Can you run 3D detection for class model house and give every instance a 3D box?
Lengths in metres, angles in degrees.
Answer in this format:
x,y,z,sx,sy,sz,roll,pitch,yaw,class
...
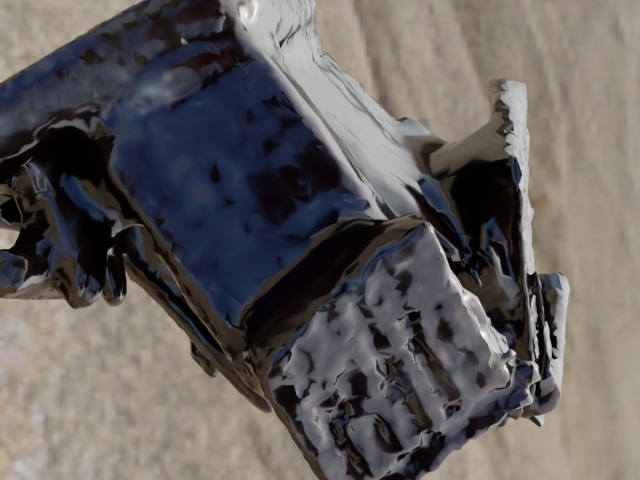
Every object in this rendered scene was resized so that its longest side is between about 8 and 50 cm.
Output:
x,y,z,sx,sy,sz,roll,pitch,yaw,class
-0.009,0.006,0.460,0.164,0.141,0.203,55,20,-2,model house
